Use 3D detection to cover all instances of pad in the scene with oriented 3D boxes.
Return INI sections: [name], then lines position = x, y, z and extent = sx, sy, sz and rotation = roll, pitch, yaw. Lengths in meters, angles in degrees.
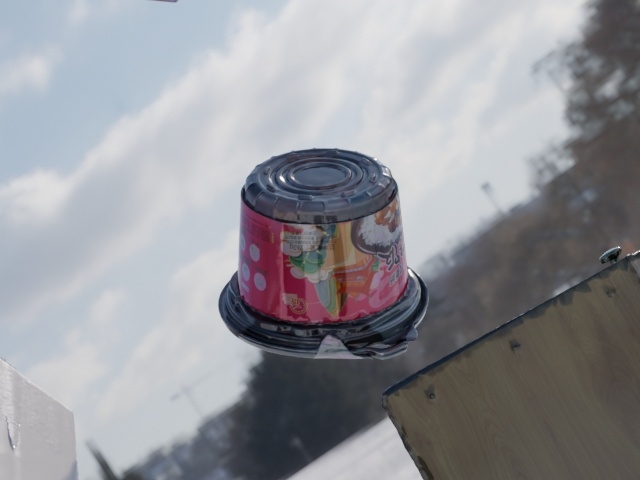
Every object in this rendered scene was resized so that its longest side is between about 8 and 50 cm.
[pad]
position = -0.265, 0.185, 1.416
extent = 0.004, 0.156, 0.232
rotation = -38, 33, 15

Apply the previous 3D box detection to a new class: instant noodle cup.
[instant noodle cup]
position = 0.000, 0.000, 1.928
extent = 0.258, 0.302, 0.181
rotation = -26, -54, -38

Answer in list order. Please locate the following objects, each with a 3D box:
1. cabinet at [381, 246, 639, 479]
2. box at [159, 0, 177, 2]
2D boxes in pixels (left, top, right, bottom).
[cabinet]
position = 0.187, 0.089, 1.024
extent = 0.215, 0.148, 0.175
rotation = -34, -8, 40
[box]
position = -0.206, -0.318, 1.626
extent = 0.112, 0.175, 0.048
rotation = 2, -39, -21
